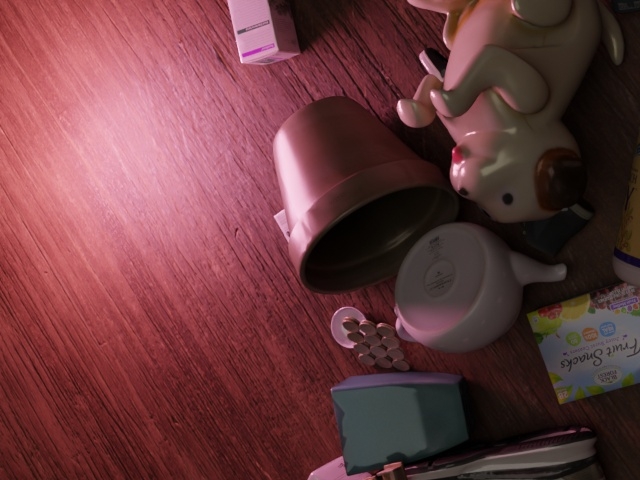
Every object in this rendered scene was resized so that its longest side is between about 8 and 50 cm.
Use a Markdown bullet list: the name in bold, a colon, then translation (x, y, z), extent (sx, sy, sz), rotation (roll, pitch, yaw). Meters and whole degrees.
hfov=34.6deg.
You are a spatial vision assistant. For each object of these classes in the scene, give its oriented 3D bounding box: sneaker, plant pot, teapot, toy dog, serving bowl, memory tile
- **sneaker**: translation (0.366, -0.075, 1.833), extent (0.222, 0.083, 0.118), rotation (43, 114, 16)
- **plant pot**: translation (0.050, -0.103, 1.898), extent (0.323, 0.323, 0.280), rotation (-43, 60, 25)
- **plant pot**: translation (0.164, 0.330, 1.945), extent (0.234, 0.165, 0.166), rotation (-12, 88, 15)
- **teapot**: translation (0.268, 0.101, 1.859), extent (0.256, 0.187, 0.253), rotation (26, 89, 51)
- **sneaker**: translation (0.291, -0.298, 1.859), extent (0.217, 0.079, 0.121), rotation (47, 110, 8)
- **toy dog**: translation (0.314, -0.230, 1.690), extent (0.284, 0.395, 0.408), rotation (-8, 77, 56)
- **serving bowl**: translation (0.064, 0.172, 2.057), extent (0.083, 0.027, 0.083), rotation (3, 98, 27)
- **sneaker**: translation (0.308, 0.503, 1.878), extent (0.447, 0.169, 0.258), rotation (-15, 87, 24)
- **memory tile**: translation (0.108, 0.201, 1.993), extent (0.113, 0.012, 0.148), rotation (5, 141, 28)

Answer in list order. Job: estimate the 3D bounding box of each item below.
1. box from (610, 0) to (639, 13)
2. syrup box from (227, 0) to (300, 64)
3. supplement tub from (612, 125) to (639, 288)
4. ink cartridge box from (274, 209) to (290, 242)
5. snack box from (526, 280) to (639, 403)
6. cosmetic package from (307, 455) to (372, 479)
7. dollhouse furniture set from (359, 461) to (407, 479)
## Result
- **box**: translation (0.569, -0.464, 1.637), extent (0.232, 0.059, 0.183), rotation (-2, 135, 28)
- **syrup box**: translation (-0.123, -0.474, 2.044), extent (0.096, 0.093, 0.237), rotation (-11, 91, 28)
- **supplement tub**: translation (0.606, -0.081, 1.614), extent (0.241, 0.241, 0.332), rotation (14, 102, 26)
- **ink cartridge box**: translation (0.000, 0.000, 2.052), extent (0.104, 0.060, 0.180), rotation (-34, 80, 27)
- **snack box**: translation (0.492, 0.174, 1.802), extent (0.207, 0.070, 0.175), rotation (-21, 85, 30)
- **cosmetic package**: translation (0.122, 0.610, 2.006), extent (0.365, 0.155, 0.197), rotation (30, 106, 23)
- **dollhouse furniture set**: translation (0.094, 0.499, 1.874), extent (0.181, 0.101, 0.161), rotation (-19, 81, 26)
